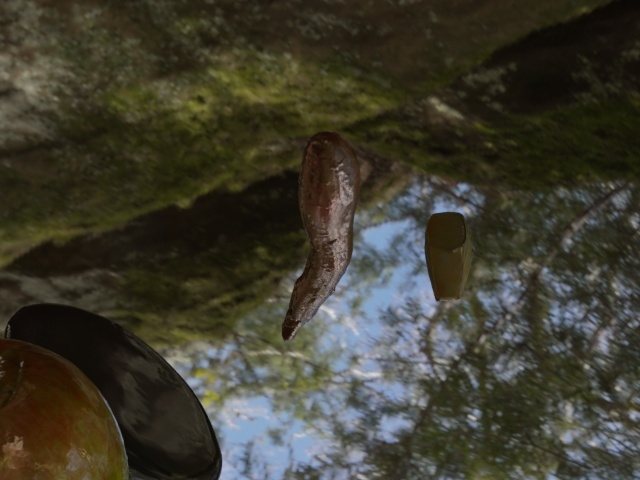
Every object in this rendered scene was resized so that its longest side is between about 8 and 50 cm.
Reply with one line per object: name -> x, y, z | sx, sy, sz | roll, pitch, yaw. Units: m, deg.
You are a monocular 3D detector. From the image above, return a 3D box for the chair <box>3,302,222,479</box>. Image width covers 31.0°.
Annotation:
chair -> -0.353, 0.316, 1.387 | 0.410, 0.362, 0.364 | -48, -153, 13

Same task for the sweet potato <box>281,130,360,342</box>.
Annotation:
sweet potato -> 0.000, 0.000, 0.915 | 0.050, 0.050, 0.214 | 46, -37, 36

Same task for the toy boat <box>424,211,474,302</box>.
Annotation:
toy boat -> 0.167, 0.016, 1.498 | 0.065, 0.066, 0.172 | -5, -147, 11

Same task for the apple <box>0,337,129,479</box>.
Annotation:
apple -> -0.223, 0.168, 0.782 | 0.196, 0.196, 0.195 | -12, -114, 30
